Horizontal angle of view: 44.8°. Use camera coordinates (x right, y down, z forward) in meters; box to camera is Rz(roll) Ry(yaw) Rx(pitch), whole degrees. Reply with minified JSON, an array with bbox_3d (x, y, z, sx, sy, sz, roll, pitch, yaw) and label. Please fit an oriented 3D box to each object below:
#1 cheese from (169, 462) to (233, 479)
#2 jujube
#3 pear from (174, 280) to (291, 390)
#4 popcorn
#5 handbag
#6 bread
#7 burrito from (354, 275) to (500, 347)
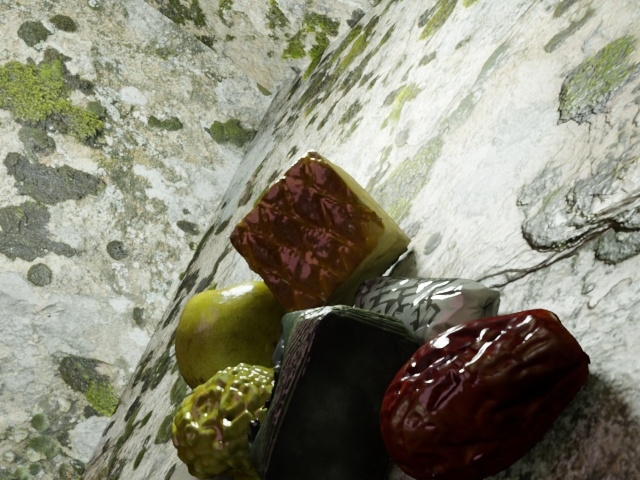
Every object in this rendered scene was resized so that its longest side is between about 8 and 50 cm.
[{"bbox_3d":[-0.240,0.536,1.643,0.189,0.154,0.198,-22,31,26],"label":"cheese"},{"bbox_3d":[0.216,0.210,1.038,0.290,0.197,0.197,-37,23,10],"label":"jujube"},{"bbox_3d":[-0.189,0.244,1.792,0.304,0.304,0.304,-47,21,25],"label":"pear"},{"bbox_3d":[-0.153,0.365,1.523,0.257,0.271,0.224,112,159,-44],"label":"popcorn"},{"bbox_3d":[0.009,0.273,1.319,0.240,0.247,0.340,1,72,68],"label":"handbag"},{"bbox_3d":[0.000,0.000,1.659,0.279,0.279,0.207,-43,-22,10],"label":"bread"},{"bbox_3d":[0.160,0.128,1.423,0.139,0.101,0.445,-58,20,-14],"label":"burrito"}]
